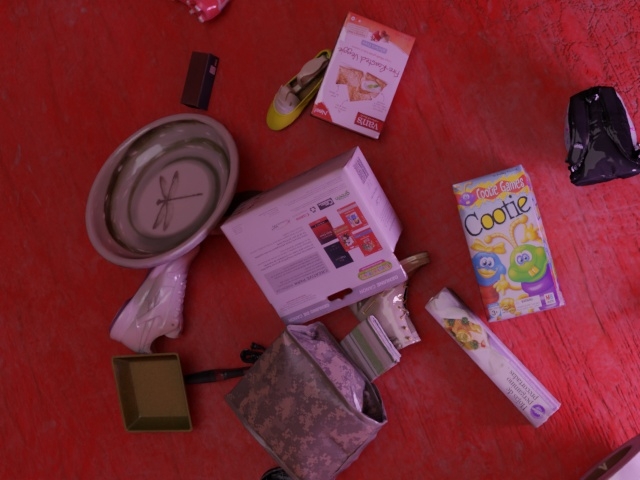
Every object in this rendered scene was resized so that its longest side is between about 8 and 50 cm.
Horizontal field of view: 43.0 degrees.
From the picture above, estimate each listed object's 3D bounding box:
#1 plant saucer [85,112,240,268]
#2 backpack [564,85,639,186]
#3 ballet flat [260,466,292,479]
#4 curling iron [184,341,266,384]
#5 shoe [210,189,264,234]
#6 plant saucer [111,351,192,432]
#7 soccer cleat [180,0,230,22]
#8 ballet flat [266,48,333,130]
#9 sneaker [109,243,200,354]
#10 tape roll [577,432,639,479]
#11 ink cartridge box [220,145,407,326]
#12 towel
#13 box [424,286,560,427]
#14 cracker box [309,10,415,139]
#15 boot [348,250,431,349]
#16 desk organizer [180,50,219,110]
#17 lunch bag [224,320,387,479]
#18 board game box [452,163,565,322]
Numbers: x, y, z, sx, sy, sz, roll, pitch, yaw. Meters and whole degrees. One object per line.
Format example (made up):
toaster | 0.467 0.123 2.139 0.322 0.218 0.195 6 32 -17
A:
plant saucer | -0.344 -0.102 1.853 0.400 0.100 0.401 -12 58 21
backpack | 0.533 -0.203 1.569 0.151 0.115 0.182 -10 81 8
ballet flat | -0.049 0.510 1.759 0.173 0.049 0.058 -19 80 18
curling iron | -0.231 0.295 1.856 0.274 0.035 0.068 -20 58 23
shoe | -0.205 -0.058 1.866 0.219 0.058 0.077 -16 49 14
plant saucer | -0.380 0.347 1.878 0.188 0.045 0.189 -6 97 23
soccer cleat | -0.320 -0.616 1.947 0.095 0.083 0.248 -39 66 -17
ballet flat | -0.047 -0.342 1.814 0.231 0.077 0.077 -42 73 13
sneaker | -0.354 0.134 1.890 0.152 0.114 0.305 36 98 -1
tape roll | 0.559 0.470 1.435 0.246 0.246 0.169 -44 73 12
ink cartridge box | 0.000 0.000 1.690 0.309 0.130 0.272 -23 107 24
towel | 0.098 0.236 1.708 0.113 0.023 0.152 58 138 16
box | 0.342 0.229 1.630 0.063 0.067 0.324 -46 73 12
cracker box | 0.088 -0.350 1.741 0.155 0.067 0.232 20 94 -5
boot | 0.171 0.135 1.694 0.213 0.077 0.165 -36 74 21
desk organizer | -0.286 -0.378 1.922 0.050 0.047 0.130 14 90 23
lunch bag | -0.016 0.348 1.686 0.235 0.169 0.287 -50 66 20
board game box | 0.370 0.011 1.596 0.144 0.142 0.275 -16 80 18
